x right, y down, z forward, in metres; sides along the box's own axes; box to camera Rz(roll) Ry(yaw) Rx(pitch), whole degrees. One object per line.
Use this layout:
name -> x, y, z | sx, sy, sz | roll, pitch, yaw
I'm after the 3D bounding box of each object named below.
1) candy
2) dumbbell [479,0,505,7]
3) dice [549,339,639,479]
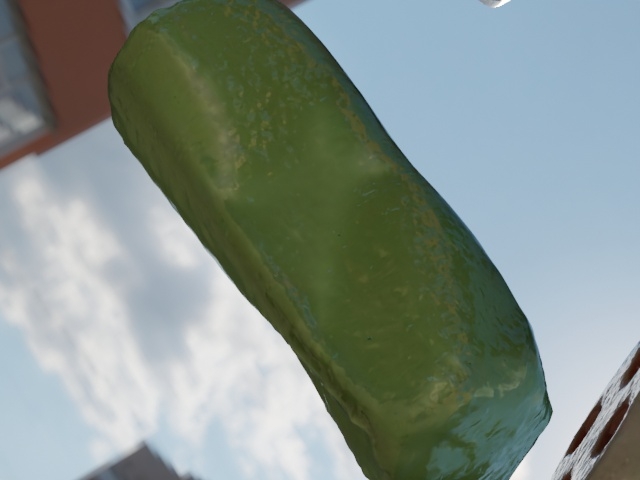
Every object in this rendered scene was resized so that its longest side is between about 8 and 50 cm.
candy -> 0.000, 0.000, 1.049 | 0.343, 0.132, 0.142 | 54, -32, 33
dumbbell -> 0.256, -0.344, 1.690 | 0.143, 0.316, 0.156 | 62, 3, -2
dice -> 0.348, 0.216, 1.616 | 0.243, 0.251, 0.259 | 30, -50, 5
